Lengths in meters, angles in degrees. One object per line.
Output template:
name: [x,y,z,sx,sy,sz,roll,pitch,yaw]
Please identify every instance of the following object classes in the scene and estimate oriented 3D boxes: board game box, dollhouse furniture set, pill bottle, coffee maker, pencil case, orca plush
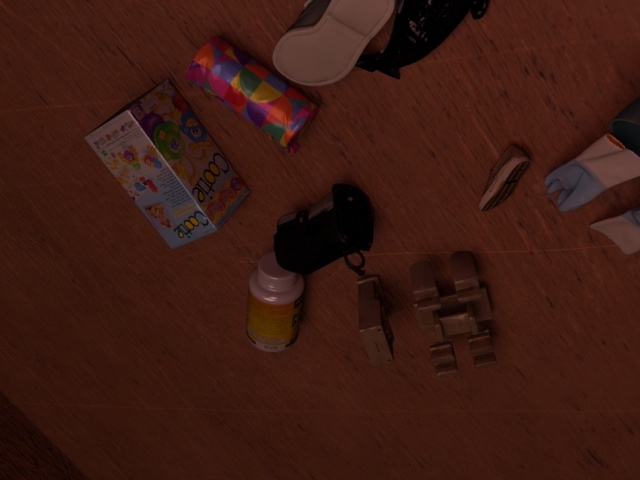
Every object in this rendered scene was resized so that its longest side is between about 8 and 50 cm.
board game box: [-0.291,-0.145,1.439,0.144,0.142,0.275,-19,114,37]
dollhouse furniture set: [0.202,0.134,1.434,0.242,0.161,0.212,-14,120,10]
pill bottle: [-0.096,0.128,1.569,0.117,0.117,0.214,19,132,13]
coffee maker: [0.000,0.000,1.381,0.120,0.171,0.178,37,138,-25]
pencil case: [-0.118,-0.253,1.294,0.236,0.104,0.104,38,134,-2]
orca plush: [0.140,-0.338,1.084,0.151,0.102,0.287,46,133,-11]

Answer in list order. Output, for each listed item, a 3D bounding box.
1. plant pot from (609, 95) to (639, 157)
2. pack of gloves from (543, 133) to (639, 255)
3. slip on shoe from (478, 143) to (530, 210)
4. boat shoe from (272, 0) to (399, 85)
plant pot: [0.552,-0.133,0.944,0.290,0.290,0.195,40,98,-6]
pack of gloves: [0.441,-0.048,1.120,0.195,0.046,0.232,40,166,2]
slip on shoe: [0.299,-0.102,1.232,0.041,0.052,0.135,63,151,28]
boat shoe: [0.029,-0.340,1.147,0.116,0.099,0.319,31,155,-17]
